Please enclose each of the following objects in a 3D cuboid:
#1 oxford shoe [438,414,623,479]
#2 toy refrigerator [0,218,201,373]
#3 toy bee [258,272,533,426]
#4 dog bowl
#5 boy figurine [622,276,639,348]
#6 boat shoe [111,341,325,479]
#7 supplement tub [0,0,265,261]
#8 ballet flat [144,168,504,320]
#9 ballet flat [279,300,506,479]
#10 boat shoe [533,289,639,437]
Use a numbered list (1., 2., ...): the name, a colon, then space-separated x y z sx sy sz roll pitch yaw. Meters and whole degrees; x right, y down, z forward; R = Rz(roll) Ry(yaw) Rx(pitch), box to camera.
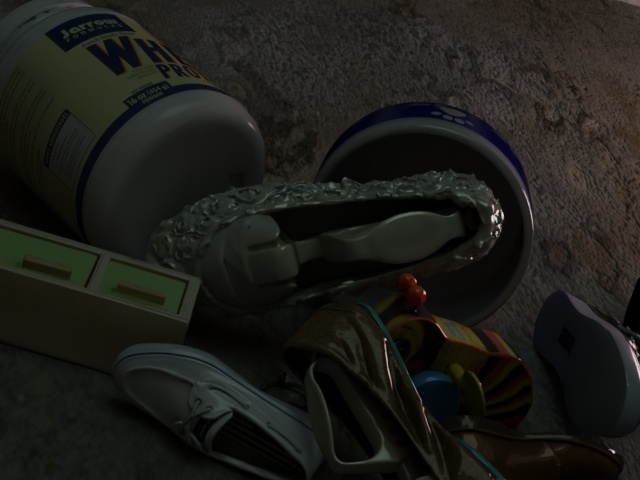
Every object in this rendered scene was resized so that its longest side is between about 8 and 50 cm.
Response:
1. oxford shoe: 0.217 0.239 1.556 0.212 0.076 0.076 10 55 -17
2. toy refrigerator: -0.266 0.054 1.548 0.269 0.094 0.102 17 25 -4
3. toy bee: 0.110 0.120 1.589 0.298 0.162 0.195 -7 35 -44
4. dog bowl: 0.115 -0.024 1.759 0.265 0.265 0.104 18 23 0
5. boy figurine: 0.531 0.138 1.917 0.285 0.092 0.177 16 23 3
6. boat shoe: -0.099 0.167 1.448 0.226 0.083 0.076 20 25 2
7. supplement tub: -0.244 -0.129 1.761 0.235 0.235 0.325 -8 36 -43
8. ballet flat: 0.000 0.000 1.611 0.409 0.147 0.147 -12 30 -2
9. ballet flat: 0.072 0.205 1.424 0.124 0.116 0.342 -22 66 -32
10. boat shoe: 0.335 0.150 1.743 0.105 0.113 0.306 19 10 -12
